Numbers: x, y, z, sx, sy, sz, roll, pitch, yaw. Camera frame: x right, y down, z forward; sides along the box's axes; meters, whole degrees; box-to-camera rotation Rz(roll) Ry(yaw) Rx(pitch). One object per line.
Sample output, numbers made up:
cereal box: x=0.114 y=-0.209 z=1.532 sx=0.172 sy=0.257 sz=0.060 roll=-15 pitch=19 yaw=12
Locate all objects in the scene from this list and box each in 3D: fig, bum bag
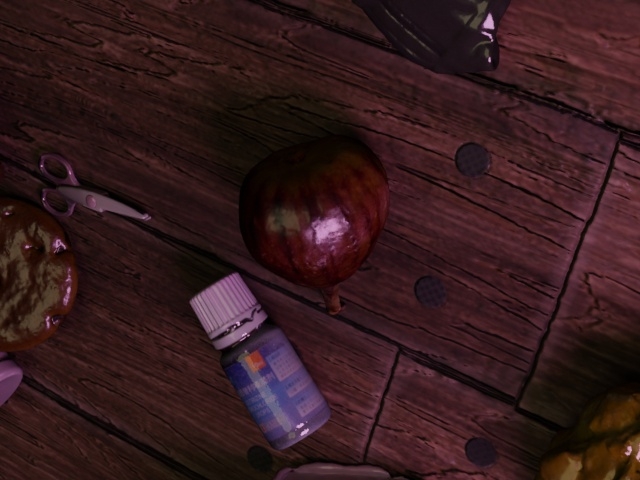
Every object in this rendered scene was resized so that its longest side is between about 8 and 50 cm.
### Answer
fig: x=-0.013 y=-0.012 z=1.027 sx=0.149 sy=0.148 sz=0.202 roll=11 pitch=101 yaw=-11
bum bag: x=0.064 y=-0.289 z=0.939 sx=0.326 sy=0.080 sz=0.142 roll=51 pitch=126 yaw=4

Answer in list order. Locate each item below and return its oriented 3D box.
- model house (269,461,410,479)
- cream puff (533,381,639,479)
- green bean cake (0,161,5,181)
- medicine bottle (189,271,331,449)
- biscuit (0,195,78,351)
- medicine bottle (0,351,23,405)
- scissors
model house: x=0.018 y=0.412 z=1.109 sx=0.202 sy=0.237 sz=0.237 roll=-1 pitch=110 yaw=22
cream puff: x=0.321 y=0.261 z=0.920 sx=0.282 sy=0.185 sz=0.281 roll=11 pitch=112 yaw=29
green bean cake: x=-0.498 y=-0.184 z=1.232 sx=0.199 sy=0.097 sz=0.232 roll=0 pitch=98 yaw=-9
medicine bottle: x=-0.071 y=0.135 z=1.149 sx=0.083 sy=0.083 sz=0.203 roll=-33 pitch=87 yaw=32
biscuit: x=-0.413 y=0.043 z=1.300 sx=0.212 sy=0.036 sz=0.212 roll=1 pitch=93 yaw=15
medicine bottle: x=-0.537 y=0.136 z=1.373 sx=0.249 sy=0.133 sz=0.133 roll=45 pitch=121 yaw=10
scissors: x=-0.282 y=-0.053 z=1.236 sx=0.176 sy=0.022 sz=0.085 roll=18 pitch=118 yaw=25
